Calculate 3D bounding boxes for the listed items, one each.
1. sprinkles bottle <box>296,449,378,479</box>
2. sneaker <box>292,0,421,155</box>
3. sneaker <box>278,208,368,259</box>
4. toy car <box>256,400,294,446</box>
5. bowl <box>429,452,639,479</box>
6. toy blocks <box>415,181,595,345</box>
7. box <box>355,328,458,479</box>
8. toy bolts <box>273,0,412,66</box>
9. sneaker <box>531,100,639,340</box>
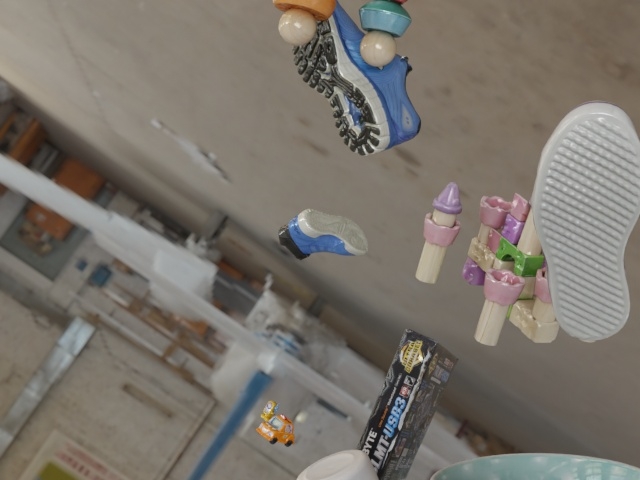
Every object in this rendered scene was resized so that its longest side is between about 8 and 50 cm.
[{"bbox_3d":[0.081,0.500,1.709,0.355,0.121,0.121,68,166,-9],"label":"sprinkles bottle"},{"bbox_3d":[0.065,-0.289,1.919,0.130,0.147,0.330,-49,60,47],"label":"sneaker"},{"bbox_3d":[0.000,-0.001,1.772,0.084,0.058,0.152,-29,149,36],"label":"sneaker"},{"bbox_3d":[-0.073,0.256,1.632,0.060,0.040,0.122,23,-174,-28],"label":"toy car"},{"bbox_3d":[0.302,0.400,1.503,0.311,0.163,0.311,-1,-176,0],"label":"bowl"},{"bbox_3d":[0.368,0.004,1.953,0.309,0.260,0.288,3,-156,-27],"label":"toy blocks"},{"bbox_3d":[0.157,0.327,2.109,0.073,0.293,0.295,21,175,17],"label":"box"},{"bbox_3d":[0.033,-0.371,1.823,0.228,0.158,0.218,12,180,-5],"label":"toy bolts"},{"bbox_3d":[0.259,-0.051,1.118,0.102,0.161,0.282,1,135,9],"label":"sneaker"}]
